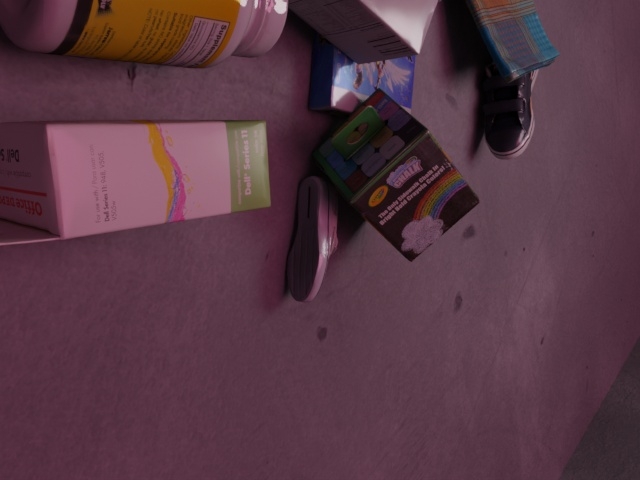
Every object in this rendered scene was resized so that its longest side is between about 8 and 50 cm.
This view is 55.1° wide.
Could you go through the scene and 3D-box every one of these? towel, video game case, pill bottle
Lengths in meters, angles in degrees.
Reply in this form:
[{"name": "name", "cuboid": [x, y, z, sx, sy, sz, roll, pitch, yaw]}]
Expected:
[{"name": "towel", "cuboid": [0.416, -0.557, 1.414, 0.271, 0.040, 0.370, -30, 96, -41]}, {"name": "video game case", "cuboid": [0.091, -0.364, 1.168, 0.244, 0.061, 0.269, 1, 95, -48]}, {"name": "pill bottle", "cuboid": [-0.208, -0.316, 0.764, 0.334, 0.188, 0.188, -10, 103, -46]}]

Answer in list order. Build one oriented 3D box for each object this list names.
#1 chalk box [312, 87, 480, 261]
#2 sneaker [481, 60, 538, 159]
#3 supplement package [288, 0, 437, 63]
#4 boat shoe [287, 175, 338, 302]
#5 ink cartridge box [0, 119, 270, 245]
[{"name": "chalk box", "cuboid": [0.119, -0.132, 1.102, 0.180, 0.179, 0.289, -42, 132, 8]}, {"name": "sneaker", "cuboid": [0.460, -0.361, 1.516, 0.127, 0.126, 0.321, 39, 56, -47]}, {"name": "supplement package", "cuboid": [0.074, -0.428, 0.993, 0.203, 0.149, 0.194, 27, 78, -40]}, {"name": "boat shoe", "cuboid": [0.000, 0.000, 1.103, 0.076, 0.083, 0.226, 10, 87, -46]}, {"name": "ink cartridge box", "cuboid": [-0.257, -0.083, 0.728, 0.353, 0.207, 0.119, -13, 106, -46]}]
